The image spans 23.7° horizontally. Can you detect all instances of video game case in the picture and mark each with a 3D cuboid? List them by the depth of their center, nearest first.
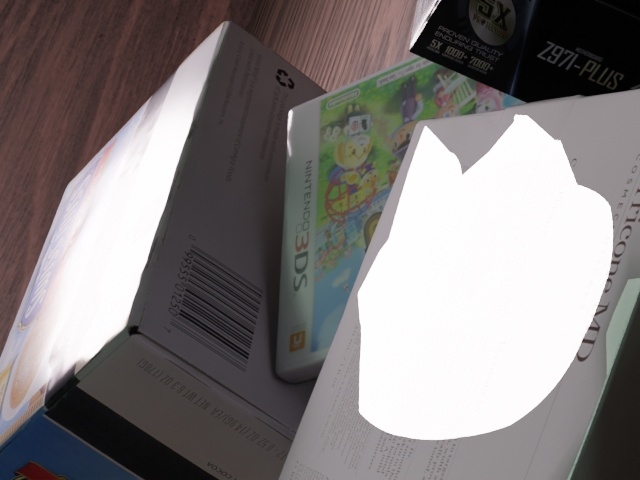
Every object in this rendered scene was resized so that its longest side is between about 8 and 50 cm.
[{"bbox_3d":[0.061,-0.028,0.911,0.212,0.023,0.193,-20,56,36],"label":"video game case"}]

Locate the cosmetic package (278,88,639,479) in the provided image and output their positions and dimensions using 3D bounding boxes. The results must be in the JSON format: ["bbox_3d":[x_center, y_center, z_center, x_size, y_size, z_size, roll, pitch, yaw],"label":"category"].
[{"bbox_3d":[0.066,0.126,0.662,0.377,0.097,0.284,-68,15,-6],"label":"cosmetic package"}]

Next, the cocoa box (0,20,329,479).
[{"bbox_3d":[-0.075,0.062,1.100,0.228,0.231,0.347,-40,25,34],"label":"cocoa box"}]

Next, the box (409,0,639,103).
[{"bbox_3d":[0.137,-0.153,0.822,0.180,0.147,0.077,-77,13,-45],"label":"box"}]
